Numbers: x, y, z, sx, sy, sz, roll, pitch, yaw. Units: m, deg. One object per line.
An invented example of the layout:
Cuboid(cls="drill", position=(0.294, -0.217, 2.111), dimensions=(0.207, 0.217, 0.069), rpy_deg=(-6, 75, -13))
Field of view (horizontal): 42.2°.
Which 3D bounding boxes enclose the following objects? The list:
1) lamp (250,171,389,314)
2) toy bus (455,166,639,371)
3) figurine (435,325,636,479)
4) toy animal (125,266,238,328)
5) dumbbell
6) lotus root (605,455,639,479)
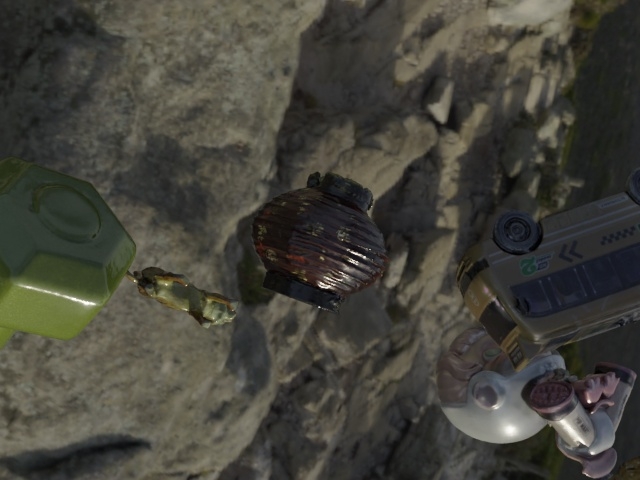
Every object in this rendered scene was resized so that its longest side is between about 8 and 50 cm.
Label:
Cuboid(cls="lamp", position=(0.000, 0.000, 1.401), dimensions=(0.247, 0.247, 0.247), rpy_deg=(-29, 127, -47))
Cuboid(cls="toy bus", position=(0.311, 0.032, 0.950), dimensions=(0.290, 0.157, 0.139), rpy_deg=(-18, 159, -7))
Cuboid(cls="figurine", position=(0.372, 0.289, 1.541), dimensions=(0.253, 0.361, 0.211), rpy_deg=(11, 92, -42))
Cuboid(cls="toy animal", position=(-0.203, 0.082, 1.205), dimensions=(0.241, 0.099, 0.056), rpy_deg=(29, 78, -40))
Cuboid(cls="dumbbell", position=(-0.251, 0.072, 0.587), dimensions=(0.108, 0.302, 0.121), rpy_deg=(38, 30, -15))
Cuboid(cls="lotus root", position=(0.470, 0.349, 0.968), dimensions=(0.314, 0.141, 0.169), rpy_deg=(39, 59, -17))
